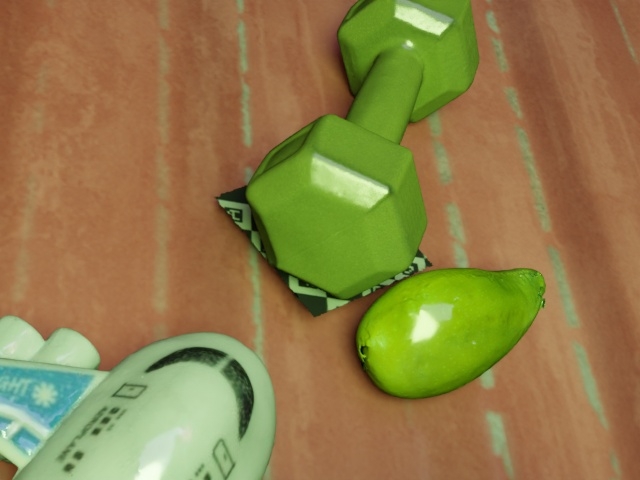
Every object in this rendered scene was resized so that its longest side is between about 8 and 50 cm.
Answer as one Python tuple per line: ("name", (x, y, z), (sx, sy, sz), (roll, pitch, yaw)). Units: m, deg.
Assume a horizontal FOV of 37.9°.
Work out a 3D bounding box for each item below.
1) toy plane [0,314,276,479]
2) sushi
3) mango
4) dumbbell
("toy plane", (-0.108, 0.144, 0.472), (0.266, 0.123, 0.267), (14, 50, -17))
("sushi", (0.000, 0.000, 0.687), (0.120, 0.026, 0.126), (-21, 59, -35))
("mango", (0.099, 0.059, 0.646), (0.165, 0.091, 0.074), (-16, 54, -31))
("dumbbell", (0.043, -0.091, 0.695), (0.108, 0.121, 0.302), (45, 39, -19))
